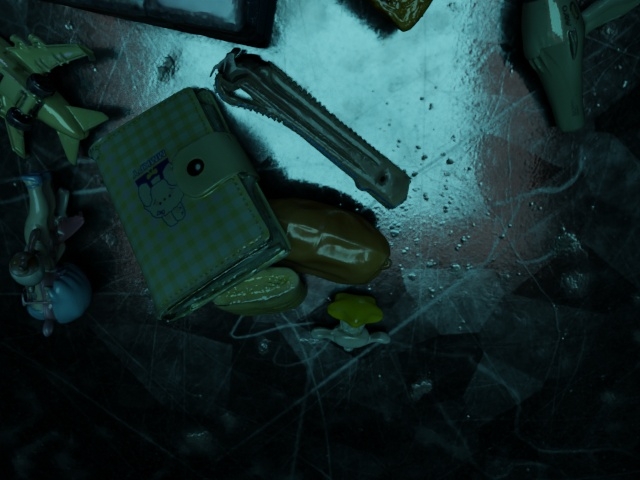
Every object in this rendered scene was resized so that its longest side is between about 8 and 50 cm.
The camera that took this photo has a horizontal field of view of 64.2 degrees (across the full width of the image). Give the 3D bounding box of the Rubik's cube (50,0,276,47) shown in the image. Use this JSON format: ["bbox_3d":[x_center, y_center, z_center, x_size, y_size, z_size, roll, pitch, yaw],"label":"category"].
[{"bbox_3d":[-0.193,-0.408,0.583,0.304,0.305,0.300,10,109,-5],"label":"Rubik's cube"}]

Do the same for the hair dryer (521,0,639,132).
[{"bbox_3d":[0.400,-0.277,0.765,0.225,0.088,0.218,-10,116,-13],"label":"hair dryer"}]

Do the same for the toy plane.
[{"bbox_3d":[-0.439,-0.231,0.756,0.244,0.092,0.229,41,118,-16],"label":"toy plane"}]

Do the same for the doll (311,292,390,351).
[{"bbox_3d":[0.065,0.155,0.905,0.135,0.071,0.113,27,115,-14],"label":"doll"}]

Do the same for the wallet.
[{"bbox_3d":[-0.201,-0.065,0.745,0.223,0.077,0.309,-33,70,10],"label":"wallet"}]

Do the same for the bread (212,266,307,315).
[{"bbox_3d":[-0.094,0.085,0.818,0.140,0.178,0.060,-7,77,3],"label":"bread"}]

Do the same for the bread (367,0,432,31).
[{"bbox_3d":[0.101,-0.385,0.678,0.158,0.143,0.149,38,110,-12],"label":"bread"}]

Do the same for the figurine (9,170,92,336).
[{"bbox_3d":[-0.426,0.022,0.809,0.103,0.205,0.260,-6,107,-24],"label":"figurine"}]

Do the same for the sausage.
[{"bbox_3d":[0.000,0.001,0.817,0.241,0.136,0.120,16,101,-10],"label":"sausage"}]

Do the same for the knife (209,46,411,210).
[{"bbox_3d":[-0.005,-0.169,0.805,0.365,0.043,0.089,35,105,-13],"label":"knife"}]
